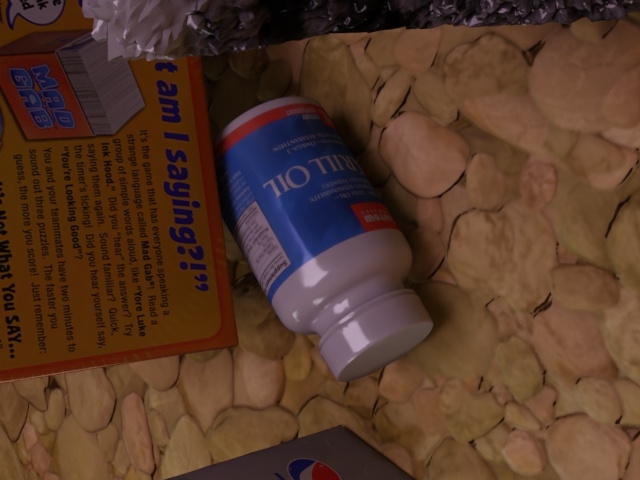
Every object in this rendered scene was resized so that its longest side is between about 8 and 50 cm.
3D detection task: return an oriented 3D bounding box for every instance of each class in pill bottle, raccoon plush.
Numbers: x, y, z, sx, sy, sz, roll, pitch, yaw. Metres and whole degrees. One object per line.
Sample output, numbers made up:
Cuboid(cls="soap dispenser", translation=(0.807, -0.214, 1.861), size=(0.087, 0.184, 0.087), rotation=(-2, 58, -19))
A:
Cuboid(cls="pill bottle", translation=(0.000, 0.000, 0.921), size=(0.124, 0.124, 0.221), rotation=(-46, 66, 34))
Cuboid(cls="raccoon plush", translation=(0.077, -0.277, 0.647), size=(0.216, 0.447, 0.299), rotation=(20, 121, 52))

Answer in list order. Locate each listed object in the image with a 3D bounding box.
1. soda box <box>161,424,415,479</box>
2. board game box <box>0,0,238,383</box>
Cuboid(cls="soda box", translation=(-0.052, 0.234, 0.879), size=(0.098, 0.286, 0.091), rotation=(33, 114, 33))
Cuboid(cls="board game box", translation=(-0.318, -0.057, 0.971), size=(0.356, 0.356, 0.356), rotation=(-10, 87, 65))
